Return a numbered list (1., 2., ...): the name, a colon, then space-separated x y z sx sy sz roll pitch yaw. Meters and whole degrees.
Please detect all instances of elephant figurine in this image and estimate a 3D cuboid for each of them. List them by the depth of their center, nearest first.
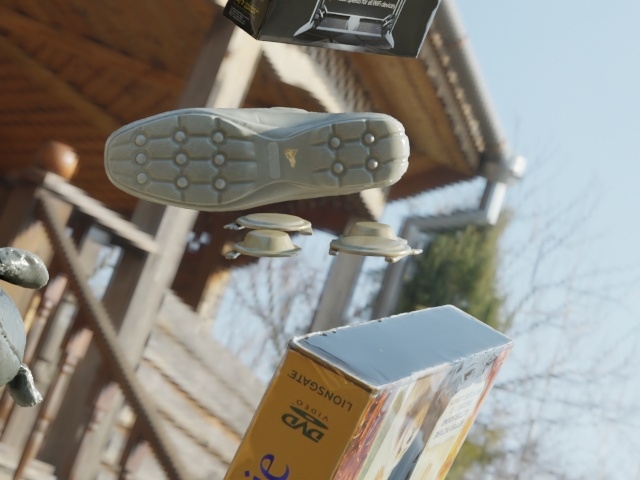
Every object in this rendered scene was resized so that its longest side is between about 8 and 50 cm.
1. elephant figurine: -0.342 0.056 1.321 0.186 0.169 0.239 -6 -19 -26

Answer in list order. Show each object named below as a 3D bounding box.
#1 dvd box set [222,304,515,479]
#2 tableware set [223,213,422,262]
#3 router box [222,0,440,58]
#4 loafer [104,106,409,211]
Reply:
1. dvd box set: -0.027 0.245 0.909 0.062 0.420 0.308 29 10 19
2. tableware set: 0.000 0.000 1.159 0.169 0.020 0.141 4 11 8
3. router box: 0.047 -0.370 1.839 0.309 0.243 0.081 -1 32 -46
4. loafer: -0.068 -0.086 1.501 0.320 0.112 0.111 0 1 -10
